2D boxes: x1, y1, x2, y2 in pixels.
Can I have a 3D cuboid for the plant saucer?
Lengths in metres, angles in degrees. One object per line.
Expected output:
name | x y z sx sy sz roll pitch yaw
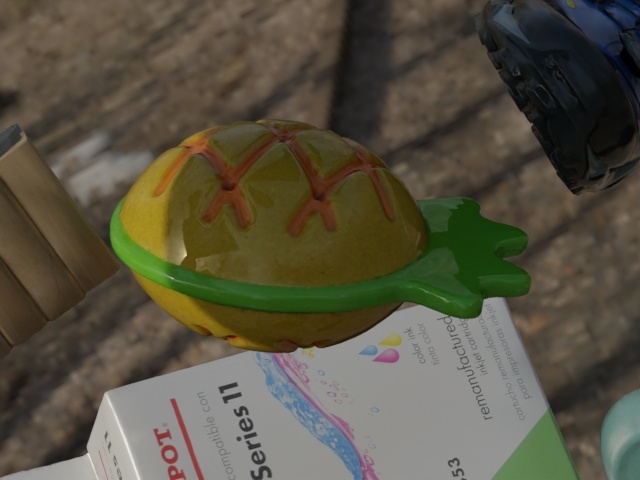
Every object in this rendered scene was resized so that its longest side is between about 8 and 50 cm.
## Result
plant saucer | 0.201 0.131 1.062 0.119 0.119 0.021 -11 26 41

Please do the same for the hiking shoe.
hiking shoe | 0.170 -0.107 1.021 0.132 0.113 0.304 -31 -1 19

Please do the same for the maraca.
maraca | 0.000 0.000 0.870 0.185 0.099 0.127 6 30 1

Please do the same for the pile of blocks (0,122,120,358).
pile of blocks | -0.259 -0.063 0.855 0.149 0.362 0.112 -57 34 9

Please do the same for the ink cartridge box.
ink cartridge box | -0.019 0.179 1.273 0.353 0.207 0.119 -15 -20 -19
